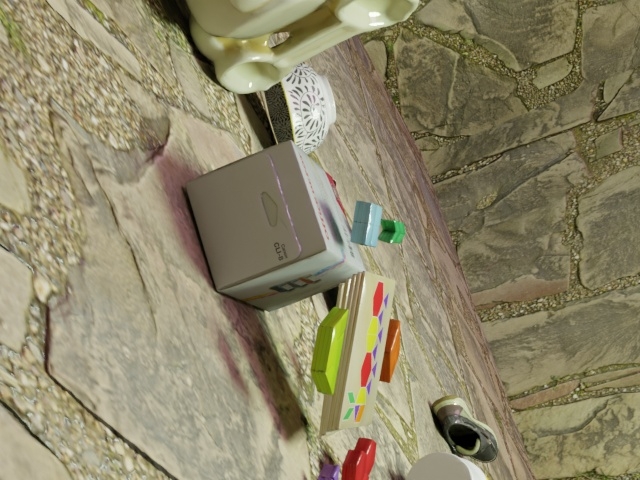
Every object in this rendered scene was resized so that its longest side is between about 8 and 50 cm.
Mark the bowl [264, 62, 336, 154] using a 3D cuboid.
[{"bbox_3d":[-0.026,-0.200,1.798,0.170,0.080,0.170,165,-90,-80],"label":"bowl"}]

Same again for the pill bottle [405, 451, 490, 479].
[{"bbox_3d":[0.197,0.380,1.769,0.208,0.119,0.119,52,19,-58],"label":"pill bottle"}]

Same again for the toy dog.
[{"bbox_3d":[-0.121,-0.435,1.578,0.395,0.284,0.408,-3,69,-60],"label":"toy dog"}]

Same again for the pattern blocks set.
[{"bbox_3d":[0.039,0.125,1.335,0.285,0.026,0.325,43,58,-69],"label":"pattern blocks set"}]

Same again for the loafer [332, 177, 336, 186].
[{"bbox_3d":[0.006,-0.070,1.957,0.125,0.039,0.045,-90,156,-65],"label":"loafer"}]

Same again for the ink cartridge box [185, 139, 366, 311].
[{"bbox_3d":[-0.045,-0.011,1.320,0.176,0.127,0.128,37,33,-72],"label":"ink cartridge box"}]

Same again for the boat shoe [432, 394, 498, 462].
[{"bbox_3d":[0.278,0.377,2.337,0.223,0.080,0.073,51,24,-42],"label":"boat shoe"}]
